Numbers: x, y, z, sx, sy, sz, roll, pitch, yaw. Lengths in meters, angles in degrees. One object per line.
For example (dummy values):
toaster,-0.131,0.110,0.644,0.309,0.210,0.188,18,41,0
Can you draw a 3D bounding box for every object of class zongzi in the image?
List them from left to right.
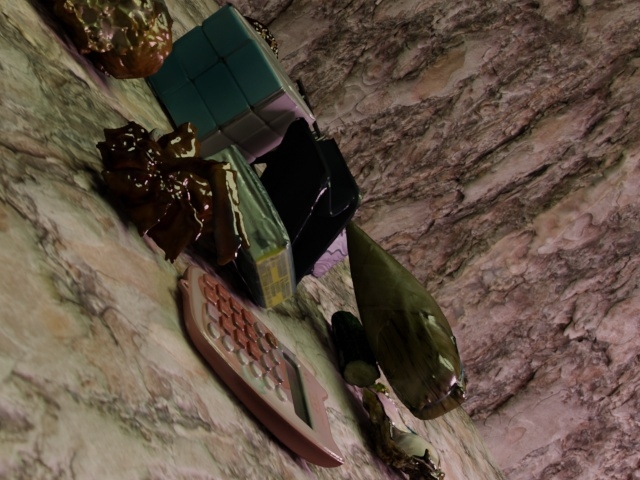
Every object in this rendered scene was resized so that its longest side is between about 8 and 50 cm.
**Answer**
zongzi,0.144,0.140,1.717,0.361,0.160,0.323,61,5,-14

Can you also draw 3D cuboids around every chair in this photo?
chair,-0.084,-0.212,2.038,0.141,0.154,0.260,-36,114,-40

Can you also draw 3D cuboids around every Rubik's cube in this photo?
Rubik's cube,-0.182,-0.294,1.818,0.231,0.224,0.221,59,8,16

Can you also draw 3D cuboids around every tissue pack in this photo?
tissue pack,-0.109,-0.014,1.415,0.185,0.081,0.257,61,-9,17

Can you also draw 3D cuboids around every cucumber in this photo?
cucumber,0.068,0.215,1.851,0.077,0.077,0.265,53,10,-22

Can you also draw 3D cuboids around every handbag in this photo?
handbag,-0.046,-0.058,1.716,0.118,0.269,0.326,29,20,-22

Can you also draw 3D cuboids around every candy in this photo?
candy,0.110,0.298,1.959,0.123,0.035,0.035,53,0,42

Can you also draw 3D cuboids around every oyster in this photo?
oyster,0.148,0.374,1.685,0.223,0.083,0.214,55,2,32

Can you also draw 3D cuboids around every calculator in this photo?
calculator,-0.088,0.166,1.223,0.330,0.048,0.220,50,11,-26

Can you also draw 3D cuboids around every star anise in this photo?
star anise,-0.180,-0.059,1.177,0.237,0.148,0.346,47,-1,-34

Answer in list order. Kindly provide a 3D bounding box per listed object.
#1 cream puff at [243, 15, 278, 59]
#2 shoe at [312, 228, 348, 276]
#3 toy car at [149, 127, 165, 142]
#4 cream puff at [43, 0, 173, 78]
cream puff,-0.202,-0.405,2.109,0.165,0.239,0.239,50,6,11
shoe,0.000,0.000,2.077,0.095,0.137,0.245,55,6,25
toy car,-0.232,-0.102,1.377,0.069,0.055,0.142,-82,149,-66
cream puff,-0.342,-0.377,1.445,0.269,0.154,0.241,55,7,4
